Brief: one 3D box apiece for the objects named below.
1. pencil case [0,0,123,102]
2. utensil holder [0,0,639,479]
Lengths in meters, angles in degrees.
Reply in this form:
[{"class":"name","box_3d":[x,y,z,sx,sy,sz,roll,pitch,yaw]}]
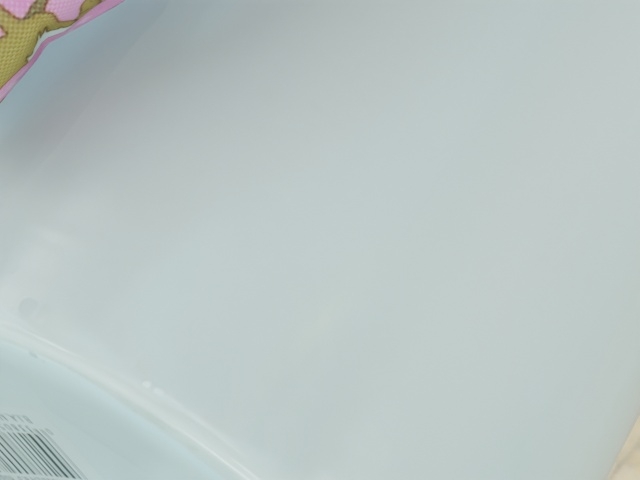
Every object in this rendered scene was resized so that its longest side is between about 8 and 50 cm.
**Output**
[{"class":"pencil case","box_3d":[-0.033,-0.205,0.541,0.386,0.160,0.167,-40,42,-2]},{"class":"utensil holder","box_3d":[0.000,0.000,0.742,0.328,0.385,0.327,22,144,17]}]
